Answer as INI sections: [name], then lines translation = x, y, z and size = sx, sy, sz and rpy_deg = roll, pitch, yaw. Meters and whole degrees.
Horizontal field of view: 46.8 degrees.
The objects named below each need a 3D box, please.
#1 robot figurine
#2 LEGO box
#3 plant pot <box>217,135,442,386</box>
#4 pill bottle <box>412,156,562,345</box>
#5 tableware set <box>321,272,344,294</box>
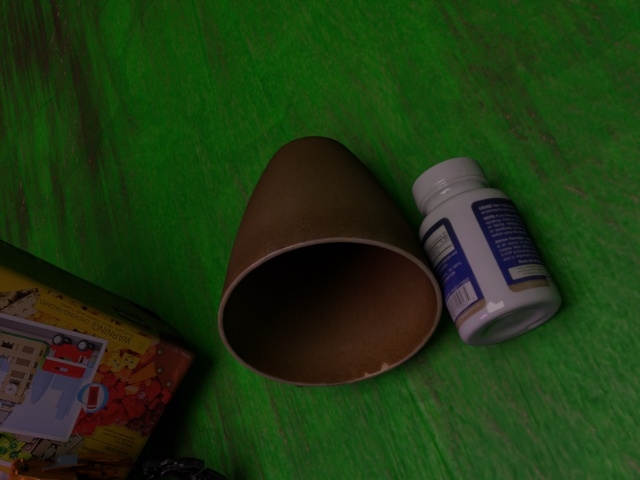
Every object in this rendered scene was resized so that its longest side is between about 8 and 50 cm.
[robot figurine]
translation = -0.247, 0.358, 0.925
size = 0.085, 0.290, 0.211
rpy_deg = -155, 79, -69
[LEGO box]
translation = -0.479, 0.183, 0.938
size = 0.193, 0.500, 0.373
rpy_deg = 24, 84, 57
[plant pot]
translation = 0.000, 0.000, 0.870
size = 0.237, 0.237, 0.254
rpy_deg = -36, 37, 23
[pill bottle]
translation = 0.170, 0.008, 0.799
size = 0.112, 0.112, 0.187
rpy_deg = -33, 60, 25
[tableware set]
translation = -0.022, 0.113, 0.968
size = 0.104, 0.024, 0.154
rpy_deg = 10, 82, 34
